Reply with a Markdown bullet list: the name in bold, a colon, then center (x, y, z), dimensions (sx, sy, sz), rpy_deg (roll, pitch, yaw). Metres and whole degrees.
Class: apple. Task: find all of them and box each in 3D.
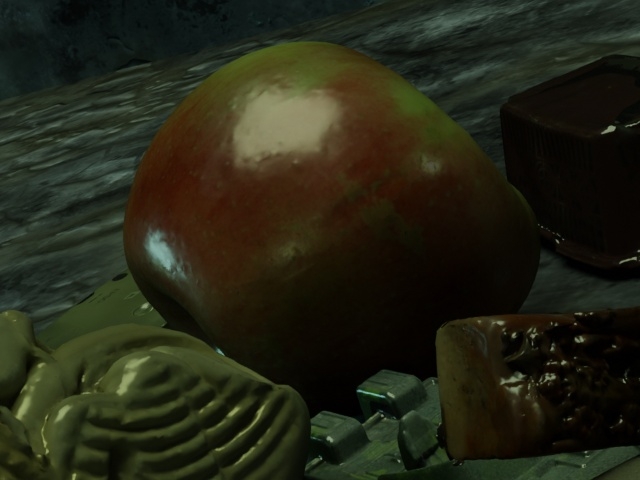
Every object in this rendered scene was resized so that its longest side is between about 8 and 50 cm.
- **apple**: center (0.000, 0.000, 1.437), dimensions (0.277, 0.319, 0.319), rpy_deg (-48, 21, -3)

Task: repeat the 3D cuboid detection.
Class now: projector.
- **projector**: center (-0.152, 0.087, 1.692), dimensions (0.193, 0.088, 0.269), rpy_deg (-3, 25, 42)

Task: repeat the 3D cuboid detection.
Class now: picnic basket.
- **picnic basket**: center (0.287, -0.085, 1.638), dimensions (0.222, 0.129, 0.297), rpy_deg (-23, 18, -12)

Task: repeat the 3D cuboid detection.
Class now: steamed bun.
- **steamed bun**: center (-0.171, 0.179, 1.182), dimensions (0.203, 0.276, 0.289), rpy_deg (-14, 40, 58)

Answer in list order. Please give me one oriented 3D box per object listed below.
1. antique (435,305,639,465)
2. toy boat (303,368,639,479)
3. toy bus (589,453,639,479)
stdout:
- **antique**: center (0.220, 0.080, 1.073), dimensions (0.310, 0.087, 0.093), rpy_deg (-1, -6, -28)
- **toy boat**: center (0.118, 0.149, 1.187), dimensions (0.141, 0.092, 0.319), rpy_deg (-32, 22, -32)
- **toy bus**: center (0.151, 0.194, 0.992), dimensions (0.182, 0.103, 0.091), rpy_deg (-25, 18, -16)
